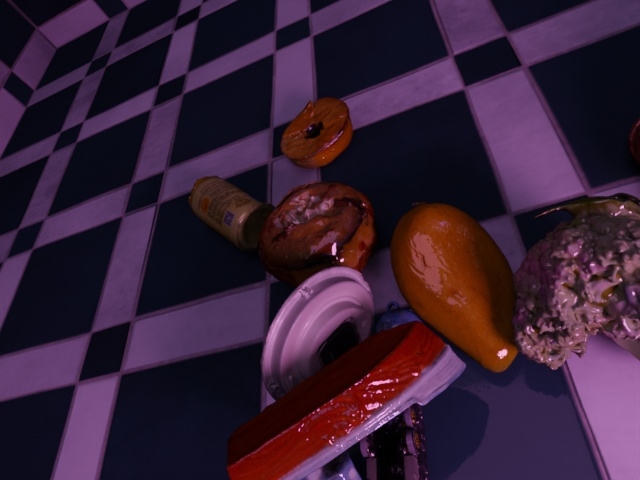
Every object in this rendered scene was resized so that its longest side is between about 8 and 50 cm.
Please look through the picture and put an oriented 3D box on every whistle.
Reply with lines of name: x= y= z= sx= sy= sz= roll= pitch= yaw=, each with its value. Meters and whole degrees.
whistle: x=0.132 y=0.167 z=0.747 sx=0.090 sy=0.090 sz=0.158 roll=-22 pitch=52 yaw=14

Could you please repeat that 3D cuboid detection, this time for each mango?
mango: x=0.217 y=0.060 z=0.750 sx=0.176 sy=0.119 sz=0.317 roll=-23 pitch=60 yaw=-9

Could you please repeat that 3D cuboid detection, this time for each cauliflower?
cauliflower: x=0.392 y=0.082 z=0.593 sx=0.239 sy=0.256 sz=0.315 roll=-36 pitch=75 yaw=-22

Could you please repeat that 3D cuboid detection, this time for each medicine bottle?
medicine bottle: x=-0.211 y=-0.068 z=1.082 sx=0.239 sy=0.124 sz=0.124 roll=29 pitch=75 yaw=41

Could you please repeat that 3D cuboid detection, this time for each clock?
clock: x=0.015 y=0.158 z=0.713 sx=0.053 sy=0.236 sz=0.236 roll=23 pitch=71 yaw=44

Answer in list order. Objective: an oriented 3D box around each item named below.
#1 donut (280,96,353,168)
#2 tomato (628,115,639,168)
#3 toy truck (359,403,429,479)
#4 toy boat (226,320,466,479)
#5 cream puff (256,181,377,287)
donut: x=-0.003 y=-0.253 z=1.127 sx=0.174 sy=0.074 sz=0.190 roll=29 pitch=79 yaw=38
tomato: x=0.580 y=-0.174 z=0.685 sx=0.101 sy=0.228 sz=0.228 roll=25 pitch=67 yaw=-1
toy truck: x=0.108 y=0.318 z=0.652 sx=0.083 sy=0.092 sz=0.192 roll=-14 pitch=44 yaw=20
toy boat: x=0.045 y=0.236 z=0.607 sx=0.332 sy=0.133 sz=0.145 roll=-33 pitch=3 yaw=-9
cream puff: x=0.001 y=0.000 z=0.889 sx=0.240 sy=0.164 sz=0.240 roll=-18 pitch=36 yaw=14
